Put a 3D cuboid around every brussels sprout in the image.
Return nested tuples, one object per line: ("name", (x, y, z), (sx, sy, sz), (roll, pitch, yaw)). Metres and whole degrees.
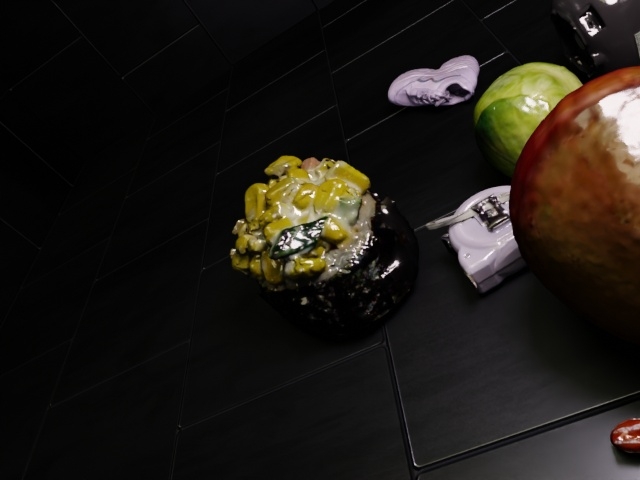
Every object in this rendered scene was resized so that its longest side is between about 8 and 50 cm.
("brussels sprout", (0.413, -0.208, 1.001), (0.210, 0.219, 0.271), (-36, 55, -12))

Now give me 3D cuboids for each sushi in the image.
("sushi", (0.000, 0.000, 1.071), (0.328, 0.285, 0.329), (-45, 37, -8))

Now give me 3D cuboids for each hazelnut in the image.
("hazelnut", (0.460, -0.049, 0.683), (0.421, 0.352, 0.421), (-9, 12, 2))

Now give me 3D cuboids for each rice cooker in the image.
("rice cooker", (0.604, -0.450, 1.065), (0.225, 0.267, 0.267), (-30, 36, 15))

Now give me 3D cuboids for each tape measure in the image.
("tape measure", (0.313, -0.019, 0.968), (0.196, 0.105, 0.178), (-38, 34, 4))

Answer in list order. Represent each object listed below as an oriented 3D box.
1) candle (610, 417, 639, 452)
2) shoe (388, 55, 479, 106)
("candle", (0.499, 0.211, 0.590), (0.330, 0.051, 0.048), (-15, 39, 30))
("shoe", (0.295, -0.393, 1.409), (0.245, 0.095, 0.137), (-12, 40, 23))
